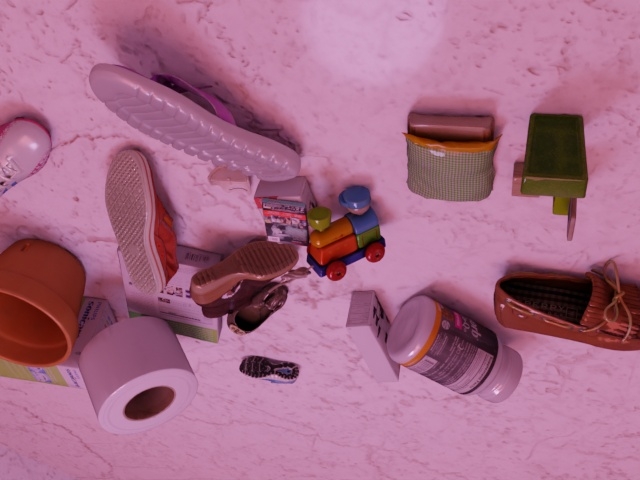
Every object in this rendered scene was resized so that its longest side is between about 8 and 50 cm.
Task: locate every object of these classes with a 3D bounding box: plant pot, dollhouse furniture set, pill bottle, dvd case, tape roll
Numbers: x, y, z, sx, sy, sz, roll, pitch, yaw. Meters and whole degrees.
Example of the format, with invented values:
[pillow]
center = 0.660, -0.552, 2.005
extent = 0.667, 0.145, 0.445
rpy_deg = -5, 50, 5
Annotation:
[plant pot]
center = -0.686, 0.134, 1.897
extent = 0.291, 0.203, 0.290
rpy_deg = 9, 137, 9
[dollhouse furniture set]
center = 0.282, -0.097, 1.357
extent = 0.302, 0.151, 0.197
rpy_deg = 5, 141, 12
[pill bottle]
center = 0.299, 0.247, 1.779
extent = 0.279, 0.162, 0.162
rpy_deg = 28, 140, -18
[dvd case]
center = -0.067, -0.034, 1.565
extent = 0.087, 0.013, 0.119
rpy_deg = 7, 140, 10
[tape roll]
center = -0.435, 0.324, 1.920
extent = 0.246, 0.169, 0.246
rpy_deg = -21, 142, -17

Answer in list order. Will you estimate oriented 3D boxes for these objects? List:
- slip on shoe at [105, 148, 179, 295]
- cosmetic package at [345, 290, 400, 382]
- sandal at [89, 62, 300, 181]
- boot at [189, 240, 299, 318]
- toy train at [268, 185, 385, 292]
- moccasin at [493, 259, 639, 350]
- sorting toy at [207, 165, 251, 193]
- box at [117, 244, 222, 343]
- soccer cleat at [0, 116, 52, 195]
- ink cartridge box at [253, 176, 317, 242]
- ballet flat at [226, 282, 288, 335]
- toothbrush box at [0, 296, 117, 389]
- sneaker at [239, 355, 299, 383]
[slip on shoe]
center = -0.362, -0.043, 1.663
extent = 0.123, 0.101, 0.331
rpy_deg = 13, 127, 28
[cosmetic package]
center = 0.129, 0.226, 1.857
extent = 0.061, 0.098, 0.239
rpy_deg = -4, 139, 23
[sandal]
center = -0.213, -0.219, 1.414
extent = 0.416, 0.102, 0.169
rpy_deg = 26, 158, -35
[boot]
center = -0.164, 0.091, 1.779
extent = 0.249, 0.090, 0.207
rpy_deg = -17, 157, -5
[toy train]
center = 0.000, 0.000, 1.533
extent = 0.248, 0.105, 0.143
rpy_deg = -24, 130, -16
[moccasin]
center = 0.536, 0.123, 1.583
extent = 0.380, 0.139, 0.147
rpy_deg = 12, 152, 18
[sorting toy]
center = -0.168, -0.114, 1.572
extent = 0.083, 0.044, 0.075
rpy_deg = 3, 148, 13
[box]
center = -0.350, 0.122, 1.913
extent = 0.232, 0.058, 0.322
rpy_deg = 12, 141, 2
[soccer cleat]
center = -0.657, -0.128, 1.622
extent = 0.331, 0.143, 0.116
rpy_deg = -25, 128, 39
[ink cartridge box]
center = -0.061, -0.059, 1.590
extent = 0.099, 0.056, 0.135
rpy_deg = -1, 139, 19
[ballet flat]
center = -0.156, 0.175, 1.914
extent = 0.084, 0.058, 0.250
rpy_deg = 31, 139, -20
[toothbrush box]
center = -0.696, 0.249, 2.056
extent = 0.283, 0.206, 0.122
rpy_deg = 5, 142, 10
[sneaker]
center = -0.138, 0.357, 2.136
extent = 0.162, 0.063, 0.073
rpy_deg = 11, 146, 5
